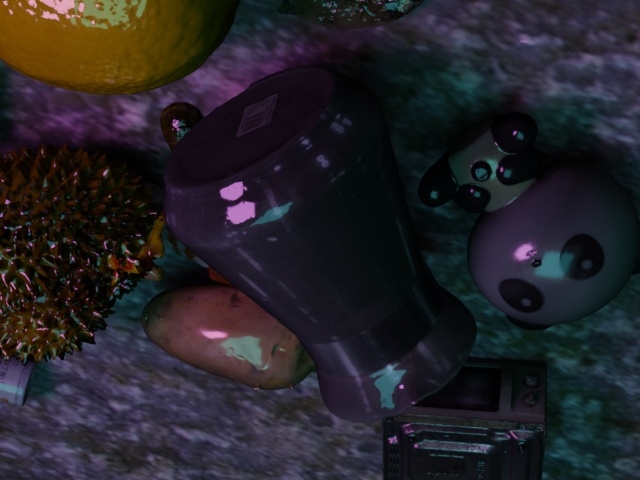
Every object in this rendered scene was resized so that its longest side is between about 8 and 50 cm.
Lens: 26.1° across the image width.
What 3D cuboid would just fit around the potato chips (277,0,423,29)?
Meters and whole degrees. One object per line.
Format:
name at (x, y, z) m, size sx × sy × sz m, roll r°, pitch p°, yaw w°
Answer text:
potato chips at (0.041, -0.310, 1.427) m, size 0.202 × 0.029 × 0.220 m, roll 18°, pitch 125°, yaw -8°

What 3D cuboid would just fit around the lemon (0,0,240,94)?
lemon at (-0.223, -0.264, 1.369) m, size 0.320 × 0.245 × 0.245 m, roll 5°, pitch 127°, yaw 11°

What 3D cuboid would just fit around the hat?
hat at (-0.158, -0.016, 1.645) m, size 0.162 × 0.093 × 0.112 m, roll 19°, pitch 157°, yaw 3°

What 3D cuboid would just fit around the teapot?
teapot at (0.000, 0.000, 1.505) m, size 0.253 × 0.300 × 0.344 m, roll -31°, pitch 118°, yaw 1°

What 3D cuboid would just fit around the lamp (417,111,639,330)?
lamp at (0.238, -0.021, 1.524) m, size 0.198 × 0.197 × 0.244 m, roll -34°, pitch 106°, yaw 29°

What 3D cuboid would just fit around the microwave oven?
microwave oven at (0.182, 0.241, 1.755) m, size 0.205 × 0.129 × 0.163 m, roll 2°, pitch 126°, yaw 8°

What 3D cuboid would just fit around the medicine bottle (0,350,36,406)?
medicine bottle at (-0.514, 0.170, 1.844) m, size 0.258 × 0.079 × 0.124 m, roll 14°, pitch 124°, yaw -2°

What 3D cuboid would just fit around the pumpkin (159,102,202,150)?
pumpkin at (-0.157, -0.119, 1.603) m, size 0.050 × 0.028 × 0.083 m, roll -13°, pitch 127°, yaw 16°

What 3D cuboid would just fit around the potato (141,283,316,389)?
potato at (-0.097, 0.119, 1.691) m, size 0.235 × 0.128 × 0.161 m, roll 16°, pitch 161°, yaw -18°

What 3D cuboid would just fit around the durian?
durian at (-0.321, 0.006, 1.584) m, size 0.258 × 0.258 × 0.293 m, roll 43°, pitch 133°, yaw -21°
